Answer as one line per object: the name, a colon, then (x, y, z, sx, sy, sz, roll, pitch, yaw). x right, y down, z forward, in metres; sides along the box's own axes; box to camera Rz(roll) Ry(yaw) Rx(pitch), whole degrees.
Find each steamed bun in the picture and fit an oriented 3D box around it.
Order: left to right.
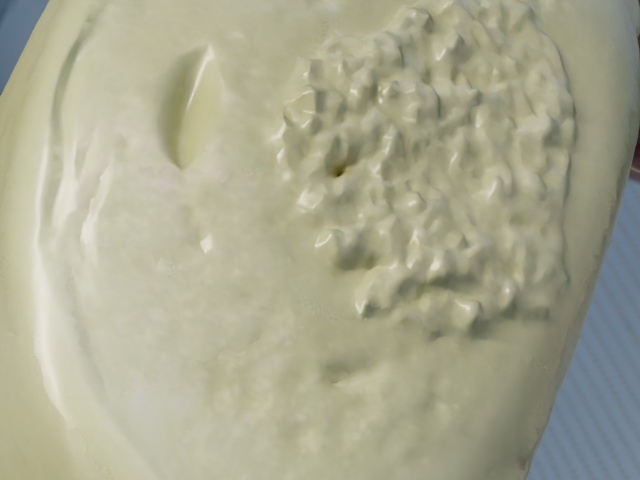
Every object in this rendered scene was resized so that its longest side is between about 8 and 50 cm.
steamed bun: (-0.026, 0.007, 0.519, 0.200, 0.155, 0.250, -47, 17, 55)

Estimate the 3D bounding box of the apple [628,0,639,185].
apple: (0.229, -0.149, 1.189, 0.306, 0.306, 0.235, 20, 102, 60)
